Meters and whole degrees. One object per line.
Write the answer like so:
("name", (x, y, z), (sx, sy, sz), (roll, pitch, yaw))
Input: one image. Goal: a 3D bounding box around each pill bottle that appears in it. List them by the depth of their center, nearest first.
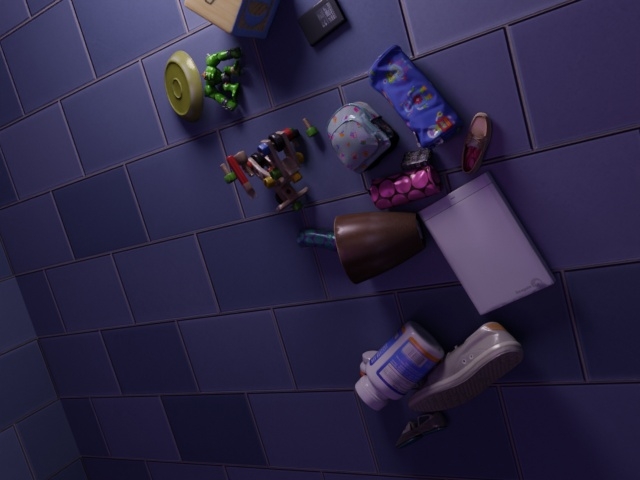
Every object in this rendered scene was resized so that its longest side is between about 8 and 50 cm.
("pill bottle", (0.237, 0.391, 1.722), (0.152, 0.152, 0.272), (44, 104, 11))
("pill bottle", (0.174, 0.448, 1.854), (0.086, 0.086, 0.151), (4, 106, 29))

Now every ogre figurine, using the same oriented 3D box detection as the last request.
("ogre figurine", (-0.325, -0.535, 1.842), (0.118, 0.096, 0.197), (9, 126, 8))

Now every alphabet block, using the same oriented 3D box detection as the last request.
("alphabet block", (-0.254, -0.743, 1.678), (0.197, 0.192, 0.193), (36, 117, 17))

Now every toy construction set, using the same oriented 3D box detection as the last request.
("toy construction set", (-0.138, -0.189, 1.729), (0.258, 0.309, 0.237), (-28, 95, 41))

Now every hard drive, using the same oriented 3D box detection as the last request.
("hard drive", (0.464, 0.013, 1.582), (0.233, 0.047, 0.353), (-32, 88, 33))
("hard drive", (0.003, -0.653, 1.656), (0.135, 0.022, 0.094), (-27, 91, 33))

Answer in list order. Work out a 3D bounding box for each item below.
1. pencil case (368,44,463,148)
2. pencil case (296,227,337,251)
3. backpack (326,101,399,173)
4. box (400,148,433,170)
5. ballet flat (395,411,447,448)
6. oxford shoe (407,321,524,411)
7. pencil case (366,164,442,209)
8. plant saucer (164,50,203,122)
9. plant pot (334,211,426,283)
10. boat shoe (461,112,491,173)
("pencil case", (0.254, -0.385, 1.536), (0.133, 0.119, 0.306), (-39, 83, 10))
("pencil case", (0.000, 0.000, 1.831), (0.152, 0.064, 0.070), (6, 92, 29))
("backpack", (0.108, -0.307, 1.633), (0.166, 0.144, 0.188), (-42, 80, 37))
("box", (0.276, -0.234, 1.602), (0.083, 0.067, 0.018), (-9, 129, 31))
("ballet flat", (0.325, 0.621, 1.843), (0.213, 0.072, 0.068), (-39, 57, 32))
("oxford shoe", (0.422, 0.390, 1.682), (0.449, 0.169, 0.130), (-52, 37, 38))
("pencil case", (0.247, -0.158, 1.631), (0.210, 0.095, 0.098), (-14, 81, 30))
("plant saucer", (-0.475, -0.520, 1.906), (0.241, 0.037, 0.240), (29, 130, 43))
("plant pot", (0.187, -0.001, 1.660), (0.231, 0.215, 0.215), (-16, 97, 18))
("boat shoe", (0.421, -0.260, 1.516), (0.063, 0.059, 0.169), (15, 112, 25))
